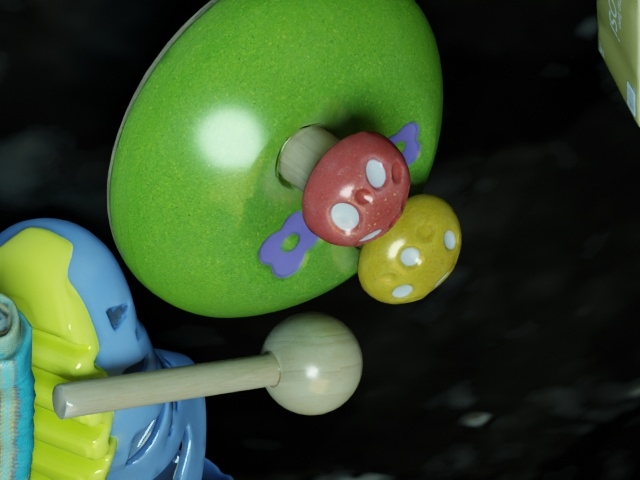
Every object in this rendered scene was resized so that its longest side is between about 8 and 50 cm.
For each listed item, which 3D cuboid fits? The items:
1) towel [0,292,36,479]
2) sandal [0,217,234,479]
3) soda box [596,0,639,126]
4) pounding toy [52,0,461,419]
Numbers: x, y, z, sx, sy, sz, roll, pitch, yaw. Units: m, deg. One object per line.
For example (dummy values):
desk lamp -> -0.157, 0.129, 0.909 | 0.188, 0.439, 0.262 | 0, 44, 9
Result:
towel -> -0.284, 0.129, 0.924 | 0.271, 0.040, 0.370 | 8, 140, -4
sandal -> -0.119, 0.101, 0.988 | 0.138, 0.126, 0.317 | -44, 149, -33
soda box -> 0.164, -0.136, 0.836 | 0.061, 0.058, 0.181 | -18, 145, -2
pounding toy -> 0.000, 0.000, 0.823 | 0.183, 0.110, 0.237 | -5, 123, -43
